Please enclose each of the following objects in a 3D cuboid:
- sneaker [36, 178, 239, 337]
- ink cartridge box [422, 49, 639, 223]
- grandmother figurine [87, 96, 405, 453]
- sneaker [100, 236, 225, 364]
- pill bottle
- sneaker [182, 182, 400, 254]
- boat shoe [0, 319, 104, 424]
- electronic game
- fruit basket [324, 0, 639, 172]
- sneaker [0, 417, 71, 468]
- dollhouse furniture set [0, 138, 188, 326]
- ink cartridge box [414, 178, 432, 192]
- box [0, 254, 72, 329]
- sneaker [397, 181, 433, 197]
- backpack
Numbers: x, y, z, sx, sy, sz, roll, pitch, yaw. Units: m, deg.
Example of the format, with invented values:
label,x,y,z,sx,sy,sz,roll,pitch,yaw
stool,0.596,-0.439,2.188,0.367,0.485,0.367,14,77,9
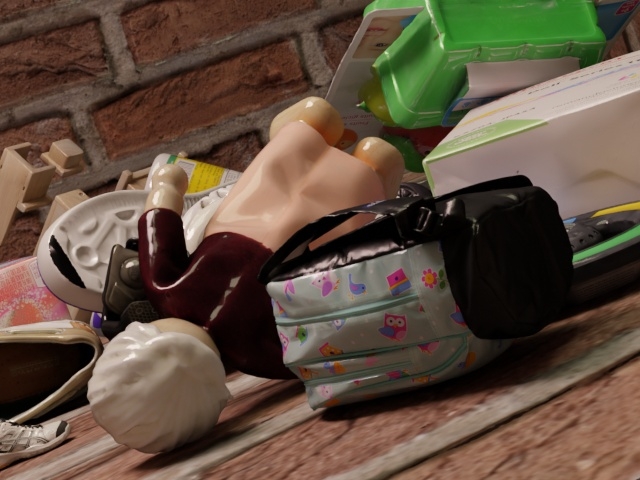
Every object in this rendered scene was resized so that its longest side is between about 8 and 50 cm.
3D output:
label,x,y,z,sx,sy,sz,roll,pitch,yaw
sneaker,-0.189,0.054,1.384,0.323,0.130,0.236,-17,-20,-51
ink cartridge box,0.232,-0.084,1.280,0.207,0.119,0.353,-18,9,17
grandmother figurine,-0.050,0.029,1.016,0.342,0.208,0.104,-50,-16,-45
sneaker,-0.093,0.044,1.156,0.228,0.087,0.130,-19,-38,27
pill bottle,-0.124,-0.035,1.812,0.208,0.117,0.117,14,6,0
sneaker,0.000,0.000,1.286,0.292,0.110,0.118,-6,12,-35
boat shoe,-0.342,0.137,1.262,0.302,0.113,0.103,-21,0,-22
electronic game,0.163,0.013,1.012,0.229,0.048,0.229,-19,6,2
fruit basket,0.157,-0.153,1.529,0.327,0.165,0.353,-6,-30,-19
sneaker,-0.240,0.156,1.103,0.083,0.037,0.032,-20,3,-21
dollhouse furniture set,-0.258,-0.017,1.996,0.355,0.303,0.173,-24,-32,-52
ink cartridge box,0.176,-0.051,1.710,0.189,0.066,0.232,-18,-11,19
box,-0.399,0.130,1.382,0.300,0.142,0.154,-22,6,-24
sneaker,0.034,0.009,1.524,0.235,0.084,0.097,-18,-18,14
backpack,0.052,0.034,0.856,0.182,0.115,0.152,-18,-6,31
